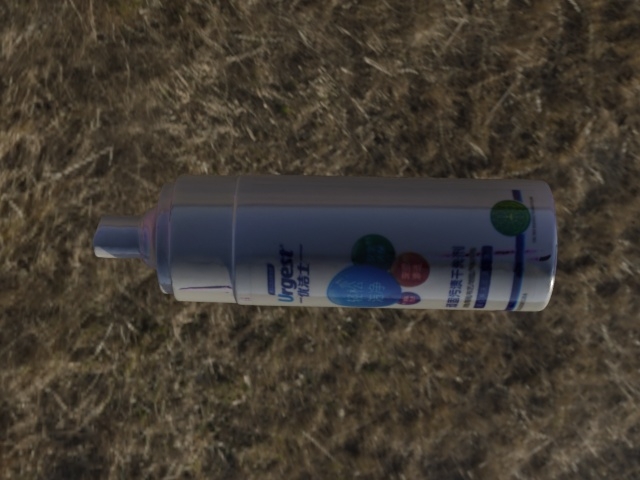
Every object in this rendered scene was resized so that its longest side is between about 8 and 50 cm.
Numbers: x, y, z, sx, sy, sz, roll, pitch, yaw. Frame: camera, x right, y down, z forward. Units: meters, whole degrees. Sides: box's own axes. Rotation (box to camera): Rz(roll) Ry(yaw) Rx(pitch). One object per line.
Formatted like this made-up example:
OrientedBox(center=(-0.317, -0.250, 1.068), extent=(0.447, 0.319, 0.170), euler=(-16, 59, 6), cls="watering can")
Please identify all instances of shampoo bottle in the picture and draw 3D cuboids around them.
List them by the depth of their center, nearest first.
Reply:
OrientedBox(center=(0.000, 0.000, 0.638), extent=(0.303, 0.092, 0.092), euler=(2, 117, 0), cls="shampoo bottle")
